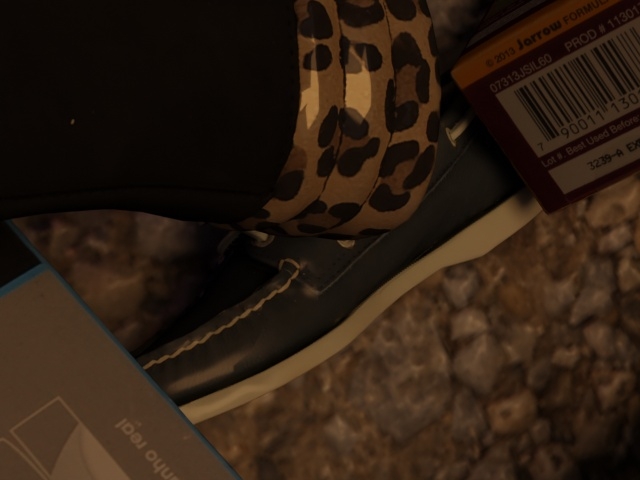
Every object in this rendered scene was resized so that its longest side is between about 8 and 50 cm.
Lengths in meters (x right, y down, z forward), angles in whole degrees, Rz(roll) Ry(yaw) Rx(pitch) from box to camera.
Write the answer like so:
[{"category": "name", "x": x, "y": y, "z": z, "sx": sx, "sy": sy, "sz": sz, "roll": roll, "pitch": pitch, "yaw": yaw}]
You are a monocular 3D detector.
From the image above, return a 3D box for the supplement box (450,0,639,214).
[{"category": "supplement box", "x": 0.142, "y": -0.105, "z": 0.662, "sx": 0.081, "sy": 0.104, "sz": 0.188, "roll": 54, "pitch": 34, "yaw": -15}]

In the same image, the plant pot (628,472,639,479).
[{"category": "plant pot", "x": 0.218, "y": 0.216, "z": 0.590, "sx": 0.353, "sy": 0.366, "sz": 0.366, "roll": -12, "pitch": 89, "yaw": -19}]

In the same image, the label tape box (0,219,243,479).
[{"category": "label tape box", "x": -0.191, "y": 0.144, "z": 0.414, "sx": 0.348, "sy": 0.115, "sz": 0.249, "roll": -35, "pitch": 74, "yaw": -31}]

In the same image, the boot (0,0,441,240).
[{"category": "boot", "x": -0.145, "y": -0.133, "z": 0.464, "sx": 0.284, "sy": 0.138, "sz": 0.377, "roll": 0, "pitch": 45, "yaw": -38}]

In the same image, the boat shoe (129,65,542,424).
[{"category": "boat shoe", "x": 0.000, "y": 0.000, "z": 0.610, "sx": 0.254, "sy": 0.095, "sz": 0.079, "roll": -32, "pitch": 101, "yaw": -31}]
